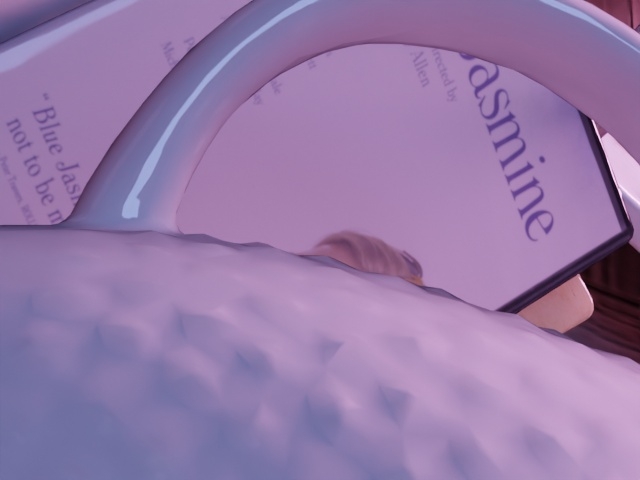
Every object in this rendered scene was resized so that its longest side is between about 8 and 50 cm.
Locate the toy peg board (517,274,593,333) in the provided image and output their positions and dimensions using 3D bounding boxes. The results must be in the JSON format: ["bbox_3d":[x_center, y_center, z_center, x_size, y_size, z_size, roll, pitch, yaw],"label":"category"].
[{"bbox_3d":[0.000,0.000,0.710,0.160,0.079,0.161,-27,88,-26],"label":"toy peg board"}]

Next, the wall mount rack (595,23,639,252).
[{"bbox_3d":[0.214,-0.012,0.759,0.350,0.130,0.304,42,16,0],"label":"wall mount rack"}]

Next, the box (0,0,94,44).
[{"bbox_3d":[-0.143,-0.230,0.682,0.215,0.168,0.345,-21,61,-42],"label":"box"}]

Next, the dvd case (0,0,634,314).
[{"bbox_3d":[-0.005,-0.025,0.632,0.253,0.022,0.180,-30,105,-26],"label":"dvd case"}]

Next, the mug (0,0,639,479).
[{"bbox_3d":[0.010,0.098,0.482,0.328,0.276,0.374,24,77,-10],"label":"mug"}]
